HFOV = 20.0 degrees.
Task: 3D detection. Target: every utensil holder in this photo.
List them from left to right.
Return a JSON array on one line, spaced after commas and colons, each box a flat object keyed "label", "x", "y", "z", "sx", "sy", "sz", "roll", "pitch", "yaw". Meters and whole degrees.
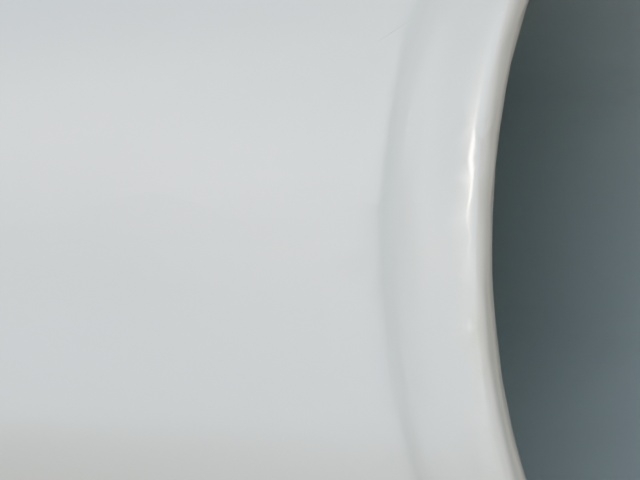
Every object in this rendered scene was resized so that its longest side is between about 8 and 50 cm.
[{"label": "utensil holder", "x": 0.000, "y": 0.000, "z": 0.778, "sx": 0.385, "sy": 0.327, "sz": 0.328, "roll": 0, "pitch": 56, "yaw": 40}]
